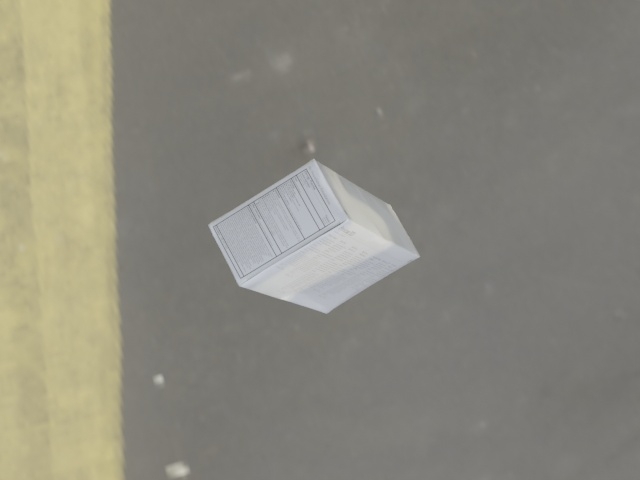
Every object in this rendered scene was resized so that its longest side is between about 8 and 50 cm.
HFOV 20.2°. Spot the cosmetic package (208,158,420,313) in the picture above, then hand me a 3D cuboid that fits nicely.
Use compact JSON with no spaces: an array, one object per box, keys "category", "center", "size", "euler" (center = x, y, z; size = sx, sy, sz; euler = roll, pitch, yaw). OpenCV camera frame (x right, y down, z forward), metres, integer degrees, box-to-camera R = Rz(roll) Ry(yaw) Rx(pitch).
[{"category":"cosmetic package","center":[0.000,0.000,1.433],"size":[0.099,0.060,0.239],"euler":[-30,166,10]}]
